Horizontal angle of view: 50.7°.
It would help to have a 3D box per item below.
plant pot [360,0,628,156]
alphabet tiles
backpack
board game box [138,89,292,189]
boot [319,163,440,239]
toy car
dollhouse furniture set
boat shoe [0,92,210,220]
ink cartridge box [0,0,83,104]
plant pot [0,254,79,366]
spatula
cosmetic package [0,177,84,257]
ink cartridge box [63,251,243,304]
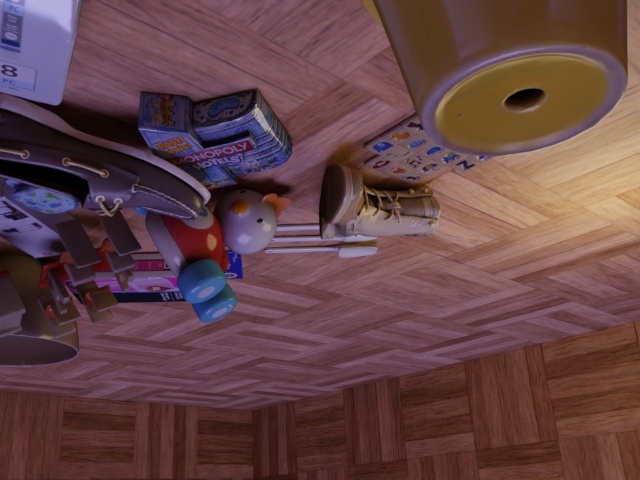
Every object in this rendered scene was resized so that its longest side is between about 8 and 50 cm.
[{"bbox_3d":[0.157,-0.215,0.592,0.254,0.239,0.254,-3,158,-1],"label":"plant pot"},{"bbox_3d":[0.192,-0.150,1.056,0.198,0.009,0.237,15,152,-38],"label":"alphabet tiles"},{"bbox_3d":[-0.403,-0.088,1.024,0.105,0.084,0.114,-11,159,25],"label":"backpack"},{"bbox_3d":[-0.161,-0.144,0.953,0.194,0.060,0.194,-10,158,15],"label":"board game box"},{"bbox_3d":[0.105,-0.060,1.137,0.204,0.095,0.262,0,163,-5],"label":"boot"},{"bbox_3d":[-0.156,-0.027,1.132,0.238,0.219,0.210,-31,159,-10],"label":"toy car"},{"bbox_3d":[-0.470,0.058,1.189,0.259,0.135,0.262,-20,158,-38],"label":"dollhouse furniture set"},{"bbox_3d":[-0.313,-0.088,0.924,0.324,0.096,0.116,23,157,-22],"label":"boat shoe"},{"bbox_3d":[-0.342,-0.256,0.530,0.308,0.091,0.385,12,162,-22],"label":"ink cartridge box"},{"bbox_3d":[-0.645,0.139,1.402,0.284,0.190,0.284,-3,158,-1],"label":"plant pot"},{"bbox_3d":[0.000,0.000,1.381,0.242,0.019,0.168,-3,159,-2],"label":"spatula"},{"bbox_3d":[-0.510,-0.040,1.157,0.099,0.060,0.239,-6,157,9],"label":"cosmetic package"},{"bbox_3d":[-0.357,0.083,1.483,0.371,0.069,0.175,-3,158,-6],"label":"ink cartridge box"}]
